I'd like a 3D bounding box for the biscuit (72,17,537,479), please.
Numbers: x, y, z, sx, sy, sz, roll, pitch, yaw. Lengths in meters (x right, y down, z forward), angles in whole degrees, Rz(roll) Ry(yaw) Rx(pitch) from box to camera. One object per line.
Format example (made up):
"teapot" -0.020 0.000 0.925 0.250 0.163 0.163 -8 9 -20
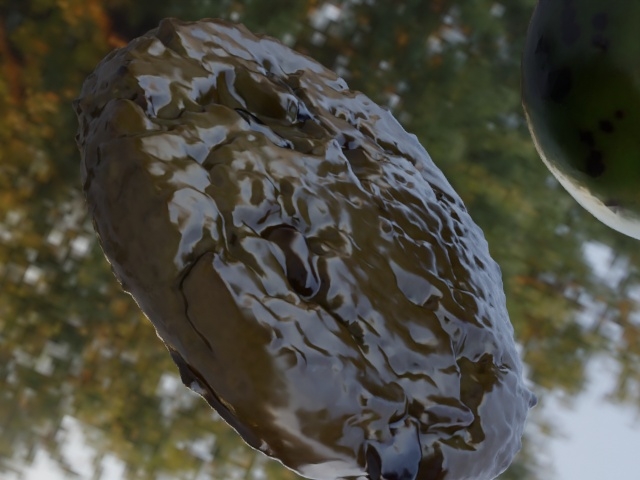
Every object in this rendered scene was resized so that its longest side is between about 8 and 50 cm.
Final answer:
"biscuit" 0.001 -0.002 0.831 0.075 0.296 0.296 -45 -157 25

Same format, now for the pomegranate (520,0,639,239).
"pomegranate" 0.224 -0.096 0.949 0.211 0.211 0.263 -62 161 7
